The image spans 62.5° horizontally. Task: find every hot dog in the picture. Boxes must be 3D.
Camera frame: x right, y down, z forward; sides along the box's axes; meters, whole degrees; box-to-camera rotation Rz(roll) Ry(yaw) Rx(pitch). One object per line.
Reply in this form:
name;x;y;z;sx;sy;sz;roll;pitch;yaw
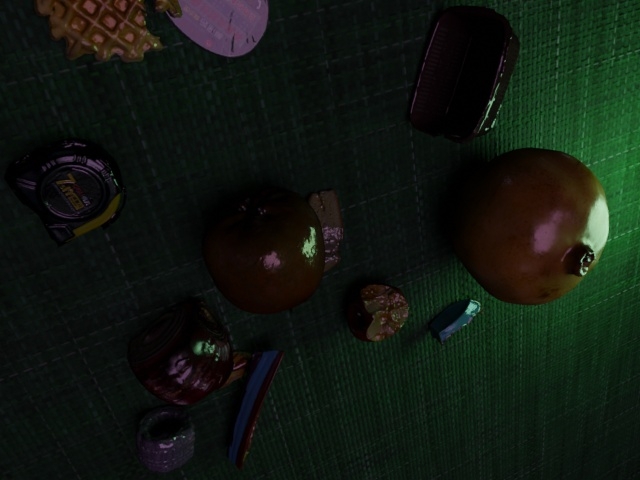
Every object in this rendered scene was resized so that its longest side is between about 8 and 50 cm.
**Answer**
hot dog;-0.252;0.345;1.373;0.169;0.061;0.078;-28;122;-11

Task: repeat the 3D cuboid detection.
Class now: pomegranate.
pomegranate;0.551;-0.029;1.380;0.417;0.416;0.416;-10;117;-20

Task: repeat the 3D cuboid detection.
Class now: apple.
apple;0.155;0.194;1.445;0.158;0.147;0.156;-10;85;-31

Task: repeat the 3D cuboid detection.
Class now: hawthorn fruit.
hawthorn fruit;-0.118;0.043;1.178;0.268;0.268;0.300;-21;120;-14

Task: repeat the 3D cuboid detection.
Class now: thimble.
thimble;-0.390;0.497;1.331;0.150;0.150;0.097;-4;114;-23

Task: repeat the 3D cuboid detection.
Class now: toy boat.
toy boat;0.424;0.247;1.629;0.185;0.075;0.077;-40;120;-8
toy boat;-0.182;0.446;1.425;0.079;0.136;0.392;18;113;2

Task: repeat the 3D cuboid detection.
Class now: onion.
onion;-0.312;0.285;1.238;0.216;0.207;0.206;-38;120;3

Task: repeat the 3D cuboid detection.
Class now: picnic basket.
picnic basket;0.351;-0.380;1.236;0.129;0.222;0.296;-4;116;-42

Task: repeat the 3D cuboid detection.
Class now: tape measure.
tape measure;-0.479;-0.104;1.032;0.186;0.112;0.199;-25;127;-4

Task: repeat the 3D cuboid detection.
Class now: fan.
fan;-0.200;-0.514;1.026;0.223;0.012;0.294;2;112;-23

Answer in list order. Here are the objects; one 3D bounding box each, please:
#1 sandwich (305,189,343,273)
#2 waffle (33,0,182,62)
sandwich;0.000;0.000;1.311;0.090;0.088;0.244;-3;115;-20
waffle;-0.384;-0.450;0.940;0.250;0.056;0.261;-15;119;-15
